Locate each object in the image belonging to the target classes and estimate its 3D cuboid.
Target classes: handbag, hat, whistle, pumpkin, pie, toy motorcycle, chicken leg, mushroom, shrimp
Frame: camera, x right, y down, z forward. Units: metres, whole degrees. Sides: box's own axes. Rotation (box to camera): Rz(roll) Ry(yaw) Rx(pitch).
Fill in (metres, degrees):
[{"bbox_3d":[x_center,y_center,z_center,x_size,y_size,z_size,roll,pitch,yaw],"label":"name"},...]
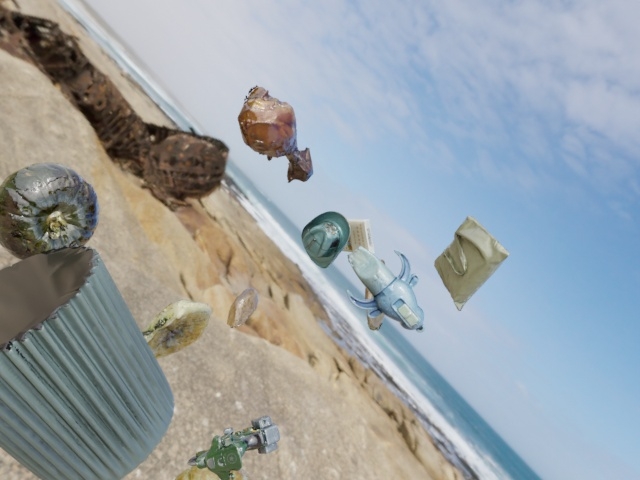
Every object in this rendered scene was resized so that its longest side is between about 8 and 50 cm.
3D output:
[{"bbox_3d":[0.570,0.078,1.973,0.108,0.316,0.253,6,41,-26],"label":"handbag"},{"bbox_3d":[0.000,0.000,1.472,0.077,0.191,0.138,-14,61,-50],"label":"hat"},{"bbox_3d":[0.169,0.126,1.273,0.269,0.180,0.093,51,7,3],"label":"whistle"},{"bbox_3d":[-0.623,-0.059,1.166,0.159,0.238,0.238,31,-8,29],"label":"pumpkin"},{"bbox_3d":[-0.375,0.233,1.313,0.052,0.218,0.185,49,5,26],"label":"pie"},{"bbox_3d":[-0.231,0.591,1.457,0.187,0.274,0.125,-19,-97,48],"label":"toy motorcycle"},{"bbox_3d":[-0.069,-0.194,1.016,0.093,0.113,0.304,27,-4,22],"label":"chicken leg"},{"bbox_3d":[-0.312,0.263,2.077,0.210,0.072,0.094,-49,131,-52],"label":"mushroom"},{"bbox_3d":[0.189,0.192,1.778,0.058,0.254,0.173,0,5,27],"label":"shrimp"}]

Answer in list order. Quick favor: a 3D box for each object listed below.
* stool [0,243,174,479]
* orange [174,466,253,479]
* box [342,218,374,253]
[{"bbox_3d":[-0.431,0.222,0.859,0.297,0.297,0.330,45,-21,57],"label":"stool"},{"bbox_3d":[-0.365,0.883,1.673,0.329,0.329,0.249,46,-1,-17],"label":"orange"},{"bbox_3d":[0.097,-0.019,1.787,0.220,0.032,0.122,6,-68,52],"label":"box"}]
